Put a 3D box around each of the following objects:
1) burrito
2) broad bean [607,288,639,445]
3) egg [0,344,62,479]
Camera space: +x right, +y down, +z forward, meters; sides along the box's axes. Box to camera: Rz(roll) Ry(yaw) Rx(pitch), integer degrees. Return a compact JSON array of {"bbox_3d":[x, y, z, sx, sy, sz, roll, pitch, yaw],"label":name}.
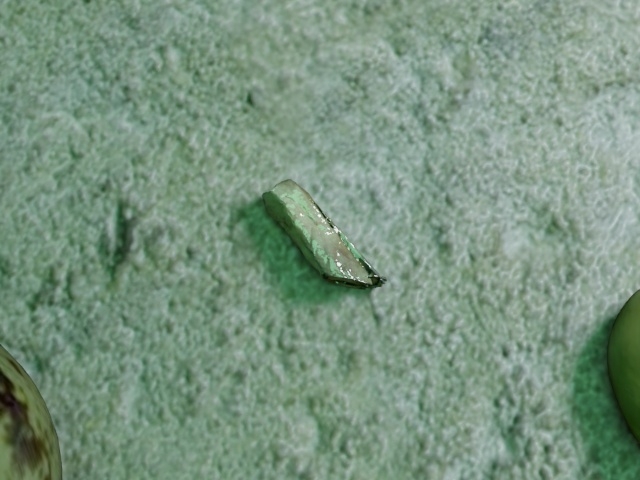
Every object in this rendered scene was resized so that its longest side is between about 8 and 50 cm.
[{"bbox_3d":[0.000,0.000,1.469,0.055,0.041,0.149,-37,81,-25],"label":"burrito"},{"bbox_3d":[0.391,0.154,1.430,0.189,0.121,0.263,-37,66,-6],"label":"broad bean"},{"bbox_3d":[-0.426,0.232,1.233,0.428,0.345,0.345,-31,80,-1],"label":"egg"}]
